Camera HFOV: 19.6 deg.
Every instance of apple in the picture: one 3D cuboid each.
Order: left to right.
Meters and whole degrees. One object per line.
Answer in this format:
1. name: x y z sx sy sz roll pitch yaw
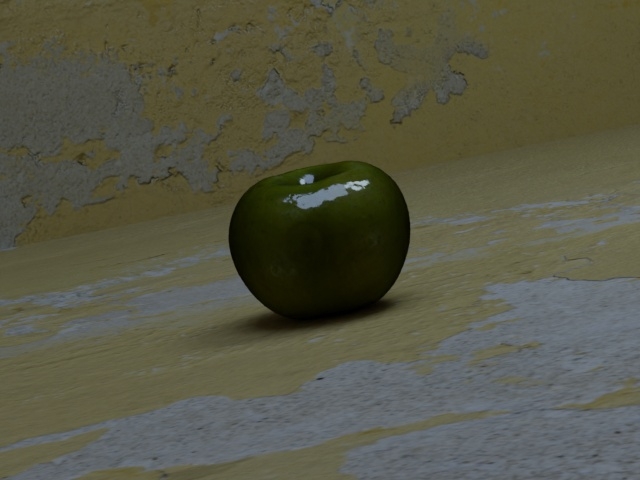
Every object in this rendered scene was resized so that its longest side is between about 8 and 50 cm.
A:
1. apple: 0.000 0.000 1.992 0.196 0.156 0.196 -10 7 1
